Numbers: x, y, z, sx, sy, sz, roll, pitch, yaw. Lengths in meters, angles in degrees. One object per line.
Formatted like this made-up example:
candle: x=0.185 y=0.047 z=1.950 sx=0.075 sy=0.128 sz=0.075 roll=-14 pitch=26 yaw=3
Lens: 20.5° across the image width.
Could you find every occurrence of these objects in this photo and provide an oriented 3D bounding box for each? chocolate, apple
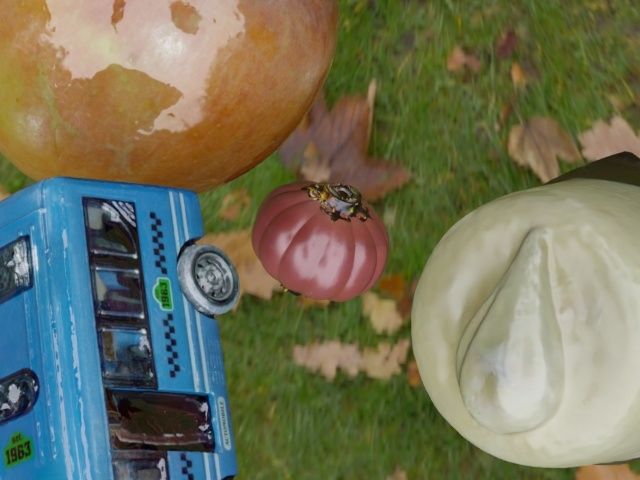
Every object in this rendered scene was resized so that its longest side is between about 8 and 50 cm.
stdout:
chocolate: x=0.245 y=0.071 z=1.823 sx=0.314 sy=0.297 sz=0.326 roll=-28 pitch=68 yaw=24
apple: x=-0.116 y=-0.137 z=1.167 sx=0.253 sy=0.253 sz=0.254 roll=1 pitch=105 yaw=4

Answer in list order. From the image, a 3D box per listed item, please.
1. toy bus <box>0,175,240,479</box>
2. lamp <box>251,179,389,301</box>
toy bus: x=-0.120 y=0.094 z=0.974 sx=0.113 sy=0.134 sz=0.246 roll=-25 pitch=65 yaw=40
lamp: x=0.000 y=0.000 z=1.347 sx=0.107 sy=0.107 sz=0.092 roll=25 pitch=119 yaw=-3
